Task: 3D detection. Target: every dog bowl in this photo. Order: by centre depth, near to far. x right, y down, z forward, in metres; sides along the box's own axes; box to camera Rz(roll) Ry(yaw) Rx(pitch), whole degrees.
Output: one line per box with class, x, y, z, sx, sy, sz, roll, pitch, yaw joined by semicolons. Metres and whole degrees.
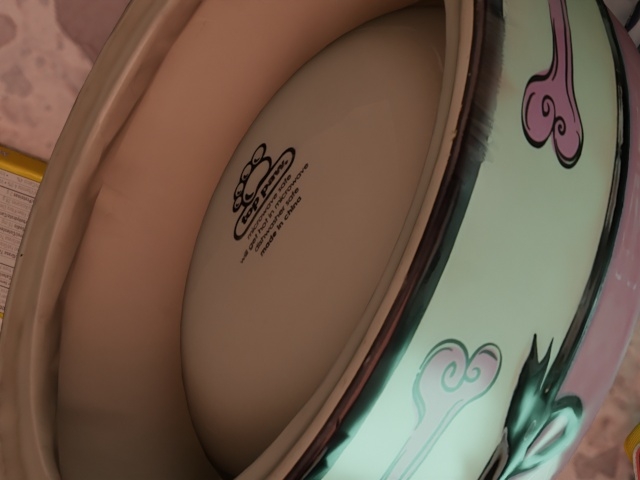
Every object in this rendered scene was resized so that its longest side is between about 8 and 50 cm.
dog bowl;0.000;0.000;0.919;0.150;0.408;0.408;23;117;-29

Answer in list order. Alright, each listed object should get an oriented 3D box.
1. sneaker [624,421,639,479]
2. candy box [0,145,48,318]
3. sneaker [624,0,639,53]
sneaker;0.200;0.203;1.111;0.092;0.088;0.225;26;115;25
candy box;-0.263;-0.029;1.150;0.206;0.027;0.105;20;116;5
sneaker;0.155;-0.078;1.000;0.235;0.094;0.153;-2;108;14
